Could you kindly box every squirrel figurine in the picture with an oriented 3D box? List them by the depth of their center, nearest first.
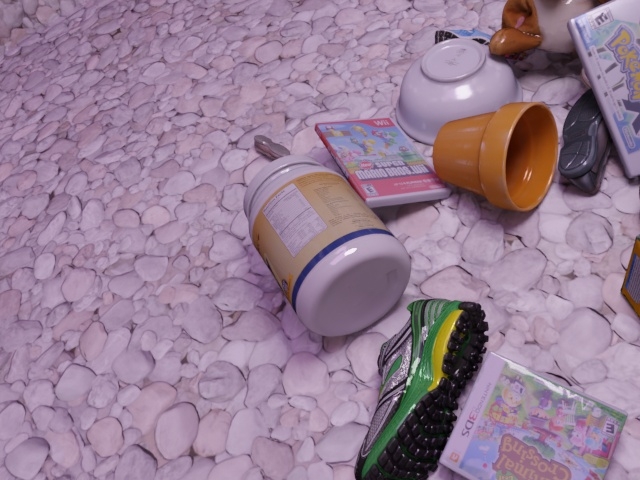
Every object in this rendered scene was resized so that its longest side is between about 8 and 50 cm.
[{"bbox_3d":[0.556,-0.618,1.241,0.281,0.371,0.397,13,36,20],"label":"squirrel figurine"}]

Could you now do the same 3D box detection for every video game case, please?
[{"bbox_3d":[0.314,0.297,0.861,0.212,0.023,0.193,23,76,26],"label":"video game case"},{"bbox_3d":[0.667,-0.323,1.068,0.299,0.036,0.329,-21,86,15],"label":"video game case"},{"bbox_3d":[0.130,-0.180,1.261,0.204,0.025,0.285,-9,46,-23],"label":"video game case"}]

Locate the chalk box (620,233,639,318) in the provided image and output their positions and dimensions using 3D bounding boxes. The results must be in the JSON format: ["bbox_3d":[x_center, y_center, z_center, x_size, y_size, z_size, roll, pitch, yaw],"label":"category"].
[{"bbox_3d":[0.647,0.054,0.865,0.288,0.180,0.179,-20,51,3],"label":"chalk box"}]

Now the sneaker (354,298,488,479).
[{"bbox_3d":[0.149,0.249,0.943,0.146,0.134,0.344,6,55,47],"label":"sneaker"}]

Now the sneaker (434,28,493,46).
[{"bbox_3d":[0.369,-0.509,1.473,0.162,0.063,0.073,23,47,27],"label":"sneaker"}]

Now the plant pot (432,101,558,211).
[{"bbox_3d":[0.335,-0.171,1.144,0.188,0.205,0.205,15,60,45],"label":"plant pot"}]

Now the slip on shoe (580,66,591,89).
[{"bbox_3d":[0.703,-0.327,1.182,0.331,0.101,0.123,32,72,36],"label":"slip on shoe"}]

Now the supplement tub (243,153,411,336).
[{"bbox_3d":[0.000,0.000,1.096,0.228,0.228,0.316,-32,50,-6],"label":"supplement tub"}]

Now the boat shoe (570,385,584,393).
[{"bbox_3d":[0.376,0.262,0.892,0.100,0.035,0.035,-43,53,-14],"label":"boat shoe"}]

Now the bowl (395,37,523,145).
[{"bbox_3d":[0.311,-0.366,1.327,0.297,0.134,0.298,-9,53,12],"label":"bowl"}]

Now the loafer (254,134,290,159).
[{"bbox_3d":[-0.121,-0.223,1.436,0.045,0.039,0.125,-20,44,-41],"label":"loafer"}]

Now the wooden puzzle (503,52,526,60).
[{"bbox_3d":[0.472,-0.469,1.429,0.083,0.006,0.049,20,63,30],"label":"wooden puzzle"}]

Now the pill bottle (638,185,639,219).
[{"bbox_3d":[0.609,-0.105,0.967,0.121,0.221,0.121,-9,52,12],"label":"pill bottle"}]

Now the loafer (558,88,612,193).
[{"bbox_3d":[0.549,-0.206,1.172,0.096,0.084,0.268,-15,38,51],"label":"loafer"}]
